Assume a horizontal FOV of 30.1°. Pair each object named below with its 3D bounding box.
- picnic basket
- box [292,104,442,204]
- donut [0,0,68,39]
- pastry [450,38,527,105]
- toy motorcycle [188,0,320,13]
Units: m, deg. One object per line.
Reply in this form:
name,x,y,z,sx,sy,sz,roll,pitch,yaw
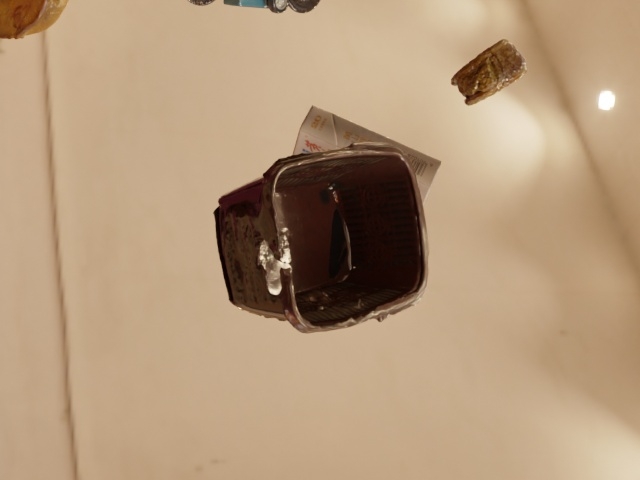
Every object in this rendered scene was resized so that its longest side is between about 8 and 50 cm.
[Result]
picnic basket,0.000,0.000,1.463,0.129,0.297,0.222,-8,-87,40
box,0.068,-0.114,1.950,0.149,0.233,0.067,107,8,-53
donut,-0.448,-0.398,1.809,0.174,0.074,0.190,41,-63,28
pastry,0.223,-0.219,1.566,0.097,0.109,0.057,-35,-93,19
toy motorcycle,-0.080,-0.406,1.624,0.123,0.272,0.182,19,-73,44
